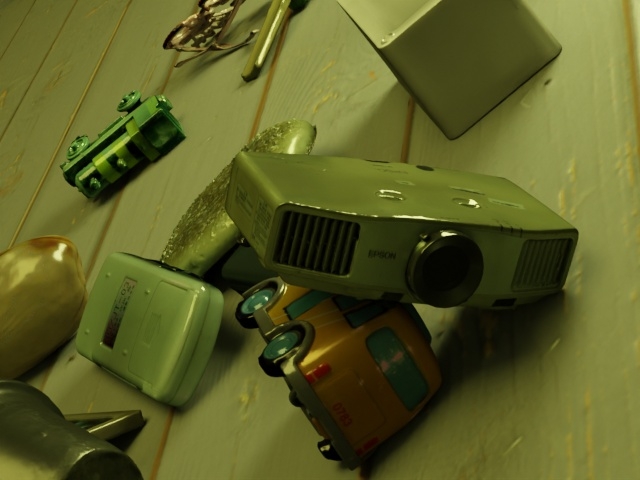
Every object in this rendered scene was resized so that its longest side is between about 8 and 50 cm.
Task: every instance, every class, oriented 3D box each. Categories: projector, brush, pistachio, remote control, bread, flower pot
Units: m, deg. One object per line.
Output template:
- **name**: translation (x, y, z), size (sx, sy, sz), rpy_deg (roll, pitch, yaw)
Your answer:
- **projector**: translation (0.070, -0.004, 1.159), size (0.193, 0.269, 0.088), rpy_deg (-132, 50, -63)
- **brush**: translation (-0.052, -0.353, 2.121), size (0.054, 0.048, 0.282), rpy_deg (-30, 32, 53)
- **pistachio**: translation (-0.385, 0.085, 1.794), size (0.215, 0.144, 0.144), rpy_deg (-47, 24, 8)
- **remote control**: translation (-0.193, 0.093, 1.563), size (0.296, 0.056, 0.140), rpy_deg (13, 84, 61)
- **bread**: translation (-0.105, -0.049, 1.660), size (0.267, 0.040, 0.267), rpy_deg (-45, 14, 15)
- **flower pot**: translation (-0.258, 0.254, 1.293), size (0.148, 0.235, 0.235), rpy_deg (5, 49, 32)

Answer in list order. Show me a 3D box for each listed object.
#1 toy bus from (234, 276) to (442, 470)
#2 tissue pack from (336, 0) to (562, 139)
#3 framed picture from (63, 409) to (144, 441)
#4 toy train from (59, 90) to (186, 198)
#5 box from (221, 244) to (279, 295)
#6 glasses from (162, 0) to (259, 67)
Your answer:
- **toy bus**: translation (0.019, 0.090, 1.219), size (0.136, 0.126, 0.209), rpy_deg (-34, 24, -2)
- **tissue pack**: translation (0.136, -0.245, 1.564), size (0.159, 0.136, 0.246), rpy_deg (-40, 25, 7)
- **framed picture**: translation (-0.373, 0.244, 1.476), size (0.315, 0.024, 0.232), rpy_deg (-21, 6, -41)
- **toy train**: translation (-0.304, -0.142, 2.109), size (0.200, 0.083, 0.132), rpy_deg (-41, 28, 5)
- **box**: translation (0.000, 0.000, 1.471), size (0.160, 0.050, 0.230), rpy_deg (-52, 26, -18)
- **glasses**: translation (-0.141, -0.354, 2.231), size (0.255, 0.095, 0.162), rpy_deg (-33, 4, 38)
